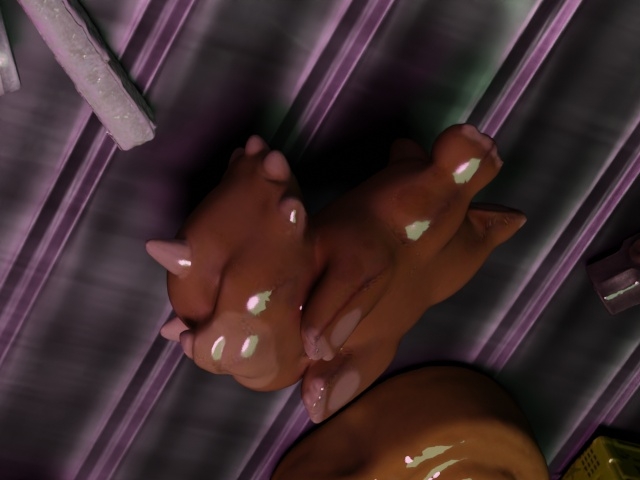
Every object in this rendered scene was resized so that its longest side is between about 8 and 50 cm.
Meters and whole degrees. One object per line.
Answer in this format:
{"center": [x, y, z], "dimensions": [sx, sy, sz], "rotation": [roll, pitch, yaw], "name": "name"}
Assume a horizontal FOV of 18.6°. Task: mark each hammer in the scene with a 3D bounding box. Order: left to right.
{"center": [0.332, 0.114, 1.657], "dimensions": [0.111, 0.043, 0.365], "rotation": [-28, 133, 5], "name": "hammer"}

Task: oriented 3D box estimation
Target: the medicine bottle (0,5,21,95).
{"center": [-0.326, -0.107, 1.243], "dimensions": [0.258, 0.079, 0.124], "rotation": [-13, 130, -7], "name": "medicine bottle"}

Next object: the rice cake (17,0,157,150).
{"center": [-0.167, -0.137, 1.298], "dimensions": [0.033, 0.033, 0.207], "rotation": [-26, 131, 7], "name": "rice cake"}

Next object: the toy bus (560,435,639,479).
{"center": [0.216, 0.319, 1.718], "dimensions": [0.113, 0.139, 0.301], "rotation": [15, 121, -29], "name": "toy bus"}

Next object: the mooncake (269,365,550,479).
{"center": [0.084, 0.226, 1.621], "dimensions": [0.235, 0.117, 0.235], "rotation": [-8, 127, -11], "name": "mooncake"}

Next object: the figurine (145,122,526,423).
{"center": [-0.004, 0.001, 1.384], "dimensions": [0.247, 0.173, 0.177], "rotation": [-49, 152, -9], "name": "figurine"}
